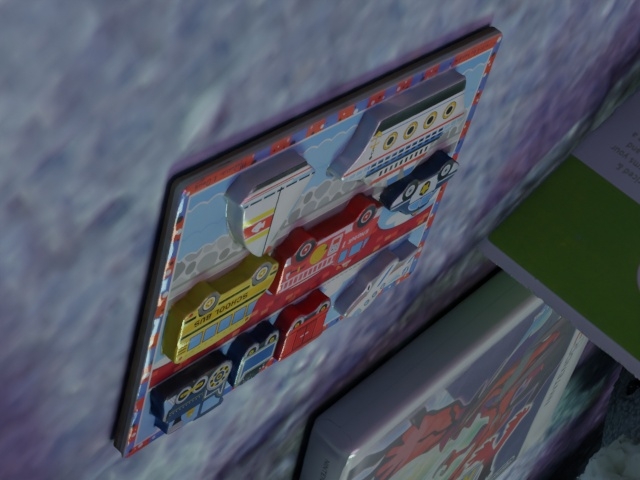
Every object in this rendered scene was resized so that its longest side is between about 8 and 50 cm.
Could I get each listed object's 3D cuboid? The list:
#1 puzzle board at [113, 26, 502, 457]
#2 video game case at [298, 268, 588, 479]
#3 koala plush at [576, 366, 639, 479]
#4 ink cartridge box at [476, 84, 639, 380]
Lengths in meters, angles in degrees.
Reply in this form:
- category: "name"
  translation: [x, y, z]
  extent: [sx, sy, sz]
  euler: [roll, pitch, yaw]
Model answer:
- category: "puzzle board"
  translation: [0.000, 0.000, 0.375]
  extent: [0.128, 0.011, 0.096]
  euler: [-31, 150, -41]
- category: "video game case"
  translation: [0.057, 0.083, 0.593]
  extent: [0.201, 0.023, 0.183]
  euler: [-34, 152, -35]
- category: "koala plush"
  translation: [0.251, 0.090, 0.787]
  extent: [0.221, 0.203, 0.196]
  euler: [-43, 159, 12]
- category: "ink cartridge box"
  translation: [0.208, -0.007, 0.530]
  extent: [0.255, 0.189, 0.097]
  euler: [-42, 158, -18]
